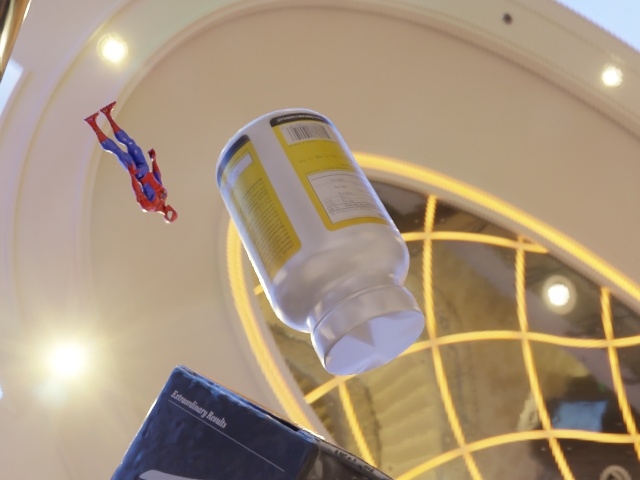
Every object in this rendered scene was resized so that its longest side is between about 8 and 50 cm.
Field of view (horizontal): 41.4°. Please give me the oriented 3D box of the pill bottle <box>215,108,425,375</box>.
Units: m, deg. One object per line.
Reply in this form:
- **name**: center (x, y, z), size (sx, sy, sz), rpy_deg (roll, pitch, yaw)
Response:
- **pill bottle**: center (0.000, 0.000, 0.606), size (0.103, 0.103, 0.184), rpy_deg (-11, -127, -24)

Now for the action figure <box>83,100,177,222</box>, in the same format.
- **action figure**: center (-0.159, -0.064, 0.738), size (0.115, 0.030, 0.038), rpy_deg (60, -145, -17)

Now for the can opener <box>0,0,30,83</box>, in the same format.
- **can opener**: center (-0.136, -0.092, 0.276), size (0.074, 0.280, 0.093), rpy_deg (32, -131, -12)

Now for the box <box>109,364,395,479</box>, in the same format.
- **box**: center (-0.065, 0.204, 0.518), size (0.108, 0.153, 0.207), rpy_deg (40, -106, -39)
